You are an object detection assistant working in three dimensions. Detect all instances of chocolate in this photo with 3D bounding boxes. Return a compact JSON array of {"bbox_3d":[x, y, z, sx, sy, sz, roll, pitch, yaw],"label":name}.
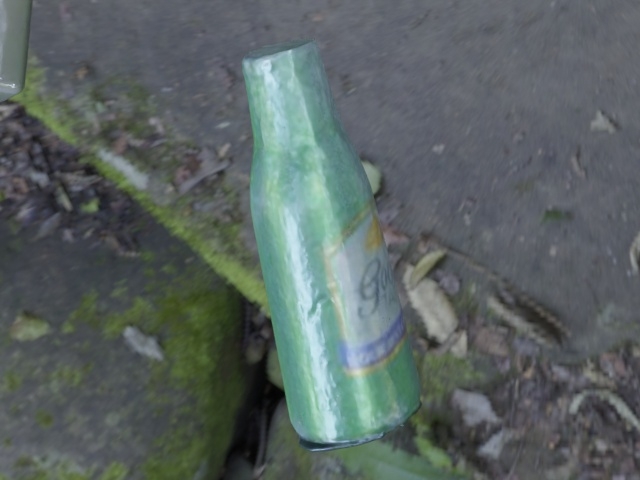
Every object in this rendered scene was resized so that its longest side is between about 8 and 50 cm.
[{"bbox_3d":[0.000,0.000,1.034,0.110,0.110,0.291,-8,109,12],"label":"chocolate"}]

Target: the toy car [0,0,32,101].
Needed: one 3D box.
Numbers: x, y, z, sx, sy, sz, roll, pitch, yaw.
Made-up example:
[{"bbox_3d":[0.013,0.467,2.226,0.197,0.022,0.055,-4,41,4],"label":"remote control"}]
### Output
[{"bbox_3d":[-0.334,-0.177,1.179,0.226,0.336,0.242,4,83,-5],"label":"toy car"}]
